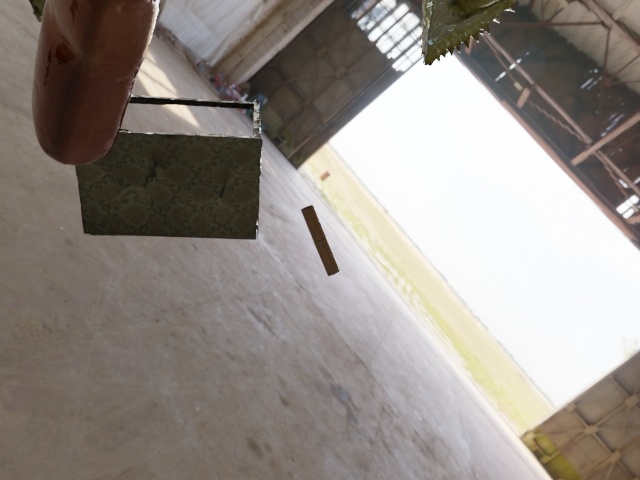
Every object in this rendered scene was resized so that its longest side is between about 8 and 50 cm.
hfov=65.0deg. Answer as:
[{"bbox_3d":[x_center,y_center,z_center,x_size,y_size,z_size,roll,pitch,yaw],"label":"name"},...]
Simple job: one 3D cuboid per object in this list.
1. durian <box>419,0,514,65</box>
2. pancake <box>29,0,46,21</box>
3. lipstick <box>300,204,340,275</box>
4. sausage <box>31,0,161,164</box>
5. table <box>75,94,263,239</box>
[{"bbox_3d":[0.179,-0.379,0.595,0.172,0.167,0.306,49,-22,18],"label":"durian"},{"bbox_3d":[-0.373,-0.398,0.660,0.426,0.067,0.305,69,-27,15],"label":"pancake"},{"bbox_3d":[0.000,0.000,0.647,0.019,0.019,0.094,-17,85,-82],"label":"lipstick"},{"bbox_3d":[-0.210,-0.166,0.460,0.084,0.300,0.089,-6,72,-37],"label":"sausage"},{"bbox_3d":[-0.295,-0.164,1.057,0.272,0.335,0.222,-102,-164,-58],"label":"table"}]
